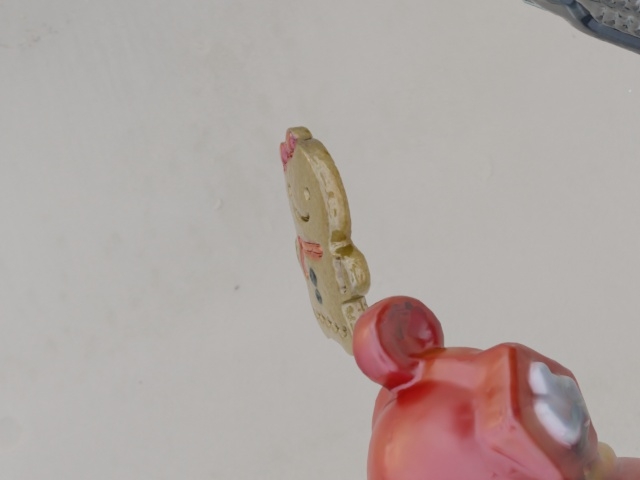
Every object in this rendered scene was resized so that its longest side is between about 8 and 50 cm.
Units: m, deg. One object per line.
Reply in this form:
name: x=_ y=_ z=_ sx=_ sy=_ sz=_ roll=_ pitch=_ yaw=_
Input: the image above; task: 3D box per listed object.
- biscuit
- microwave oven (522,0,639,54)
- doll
biscuit: x=0.000 y=0.000 z=0.813 sx=0.036 sy=0.166 sz=0.226 roll=-15 pitch=105 yaw=-16
microwave oven: x=0.094 y=-0.156 z=0.251 sx=0.162 sy=0.208 sz=0.122 roll=39 pitch=97 yaw=40
doll: x=0.116 y=0.180 z=0.322 sx=0.160 sy=0.182 sz=0.363 roll=-38 pitch=78 yaw=43
